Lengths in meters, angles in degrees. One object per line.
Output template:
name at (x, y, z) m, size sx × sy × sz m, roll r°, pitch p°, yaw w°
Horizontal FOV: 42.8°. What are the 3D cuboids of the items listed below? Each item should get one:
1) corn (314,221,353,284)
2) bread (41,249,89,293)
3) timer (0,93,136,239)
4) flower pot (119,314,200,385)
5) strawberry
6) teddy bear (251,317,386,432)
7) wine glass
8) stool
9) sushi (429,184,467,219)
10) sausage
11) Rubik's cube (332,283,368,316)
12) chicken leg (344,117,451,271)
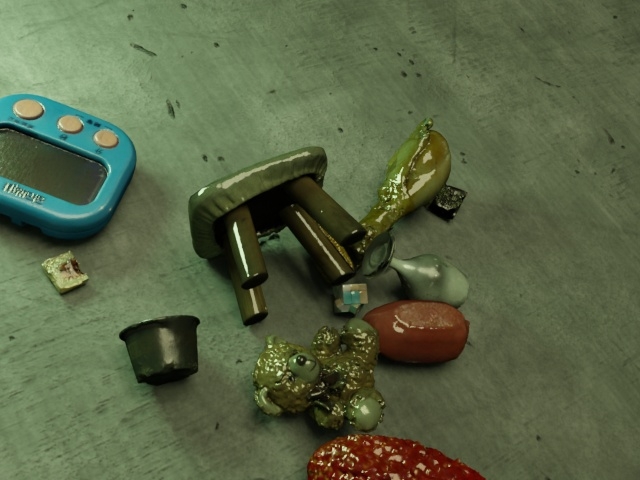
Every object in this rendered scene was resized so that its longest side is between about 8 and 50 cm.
corn at (0.000, 0.000, 1.892) m, size 0.080 × 0.080 × 0.231 m, roll -15°, pitch 62°, yaw -30°
bread at (-0.521, 0.065, 1.666) m, size 0.070 × 0.035 × 0.083 m, roll -23°, pitch 69°, yaw -32°
timer at (-0.585, -0.158, 1.752) m, size 0.340 × 0.115 × 0.309 m, roll 21°, pitch 50°, yaw -6°
flower pot at (-0.301, 0.217, 1.577) m, size 0.157 × 0.157 × 0.107 m, roll -7°, pitch 72°, yaw -25°
strawberry at (0.156, 0.479, 1.503) m, size 0.292 × 0.292 × 0.343 m, roll -23°, pitch 54°, yaw -33°
teddy bear at (-0.010, 0.274, 1.637) m, size 0.256 × 0.156 × 0.267 m, roll 13°, pitch 42°, yaw -9°
wine glass at (0.218, 0.078, 1.856) m, size 0.241 × 0.126 × 0.126 m, roll 28°, pitch 47°, yaw -26°
stool at (-0.092, -0.004, 1.689) m, size 0.310 × 0.310 × 0.226 m, roll -23°, pitch 68°, yaw -13°
sushi at (0.320, -0.103, 2.111) m, size 0.084 × 0.056 × 0.083 m, roll 30°, pitch 58°, yaw 0°
sausage at (0.213, 0.201, 1.794) m, size 0.254 × 0.148 × 0.148 m, roll 3°, pitch 55°, yaw -21°
Rubik's cube at (0.066, 0.134, 1.826) m, size 0.075 × 0.084 × 0.073 m, roll -5°, pitch 83°, yaw -5°
chicken leg at (0.180, -0.100, 1.977) m, size 0.152 × 0.201 × 0.429 m, roll 36°, pitch 64°, yaw 9°
